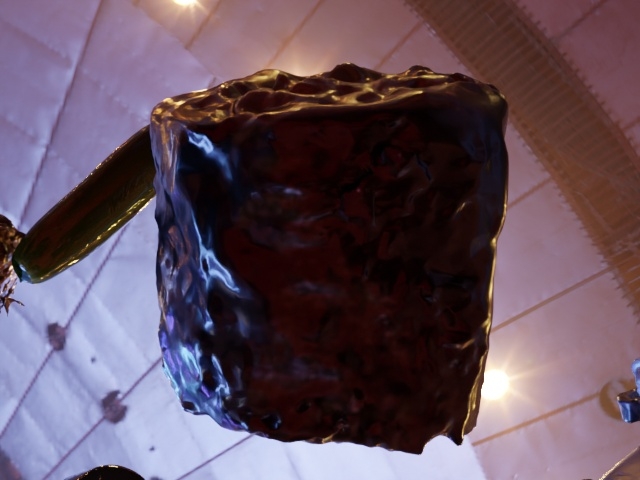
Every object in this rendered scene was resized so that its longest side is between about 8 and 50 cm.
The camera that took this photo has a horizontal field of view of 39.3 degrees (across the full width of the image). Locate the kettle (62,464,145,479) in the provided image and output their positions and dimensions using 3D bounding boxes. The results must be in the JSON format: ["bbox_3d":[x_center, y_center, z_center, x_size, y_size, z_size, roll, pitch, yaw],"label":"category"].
[{"bbox_3d":[-0.314,0.391,1.043,0.271,0.251,0.207,-27,-80,20],"label":"kettle"}]

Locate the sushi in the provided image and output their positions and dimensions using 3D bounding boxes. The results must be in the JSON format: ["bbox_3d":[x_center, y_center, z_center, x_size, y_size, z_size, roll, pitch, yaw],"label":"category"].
[{"bbox_3d":[0.000,0.002,0.767,0.300,0.281,0.294,2,-74,5],"label":"sushi"}]

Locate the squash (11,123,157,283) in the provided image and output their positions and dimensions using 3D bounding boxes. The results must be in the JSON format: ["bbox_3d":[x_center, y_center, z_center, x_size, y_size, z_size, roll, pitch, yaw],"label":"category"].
[{"bbox_3d":[-0.277,-0.051,1.156,0.082,0.082,0.292,36,-112,18],"label":"squash"}]

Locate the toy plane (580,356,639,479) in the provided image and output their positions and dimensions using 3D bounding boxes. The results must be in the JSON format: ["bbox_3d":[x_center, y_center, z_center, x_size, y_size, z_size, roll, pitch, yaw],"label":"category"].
[{"bbox_3d":[0.174,0.129,0.414,0.080,0.174,0.173,-13,-96,49],"label":"toy plane"}]

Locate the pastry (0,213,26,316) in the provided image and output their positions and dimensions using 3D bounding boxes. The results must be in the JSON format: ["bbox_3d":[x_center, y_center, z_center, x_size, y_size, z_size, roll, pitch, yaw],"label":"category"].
[{"bbox_3d":[-0.524,0.039,1.178,0.275,0.275,0.192,-3,-112,21],"label":"pastry"}]
